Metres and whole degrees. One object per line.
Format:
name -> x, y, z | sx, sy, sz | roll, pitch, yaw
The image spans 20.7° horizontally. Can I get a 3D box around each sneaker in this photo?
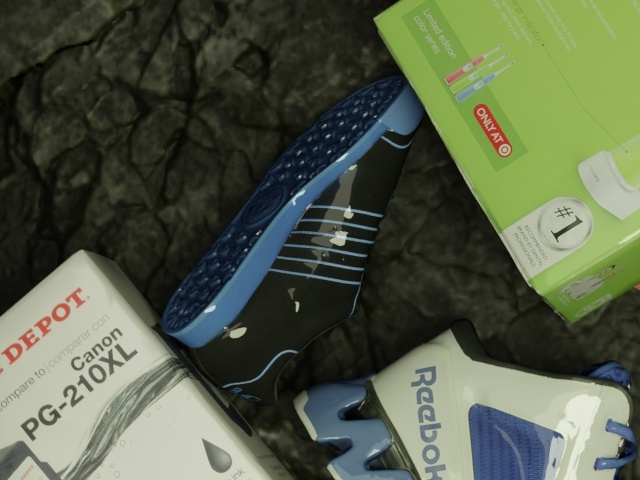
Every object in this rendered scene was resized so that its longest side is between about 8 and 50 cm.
sneaker -> 0.142, 0.171, 1.063 | 0.182, 0.127, 0.315 | -37, 80, 4
sneaker -> 0.000, 0.000, 1.129 | 0.232, 0.081, 0.090 | -49, 116, -12

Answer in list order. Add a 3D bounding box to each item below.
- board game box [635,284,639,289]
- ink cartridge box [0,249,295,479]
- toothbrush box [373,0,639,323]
board game box -> 0.283, -0.074, 1.122 | 0.124, 0.039, 0.259 | 25, 90, 10
ink cartridge box -> -0.134, 0.149, 1.110 | 0.172, 0.100, 0.237 | -40, 81, 0
toothbrush box -> 0.210, -0.113, 1.060 | 0.283, 0.122, 0.206 | -33, 71, 10
